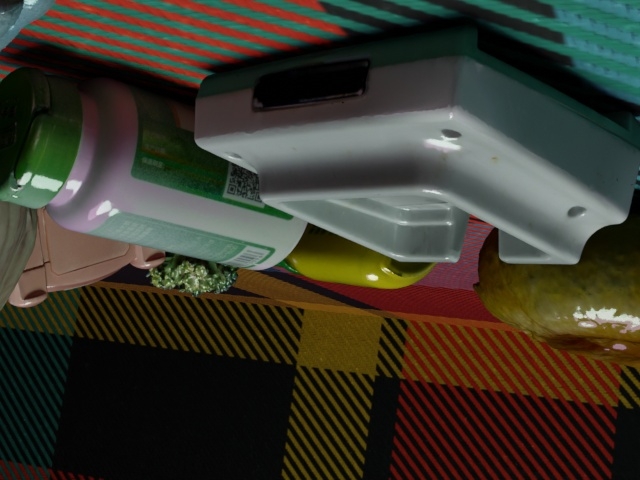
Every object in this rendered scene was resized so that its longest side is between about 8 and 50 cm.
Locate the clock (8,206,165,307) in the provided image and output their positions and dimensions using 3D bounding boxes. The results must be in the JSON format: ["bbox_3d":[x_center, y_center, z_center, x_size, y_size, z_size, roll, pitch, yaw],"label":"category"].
[{"bbox_3d":[-0.348,-0.025,1.259,0.227,0.142,0.241,-18,-160,-41],"label":"clock"}]

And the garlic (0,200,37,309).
[{"bbox_3d":[-0.424,-0.002,0.978,0.317,0.259,0.317,-33,177,-2],"label":"garlic"}]

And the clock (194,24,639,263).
[{"bbox_3d":[0.068,-0.057,0.755,0.262,0.116,0.231,-2,167,45],"label":"clock"}]

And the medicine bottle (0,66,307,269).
[{"bbox_3d":[-0.146,-0.059,0.868,0.274,0.133,0.133,13,170,-41],"label":"medicine bottle"}]

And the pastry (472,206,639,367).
[{"bbox_3d":[0.342,0.050,1.111,0.356,0.163,0.356,13,173,2],"label":"pastry"}]

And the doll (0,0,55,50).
[{"bbox_3d":[-0.228,-0.139,0.620,0.120,0.075,0.180,-37,-169,-36],"label":"doll"}]

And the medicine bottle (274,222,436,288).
[{"bbox_3d":[0.000,0.000,1.044,0.111,0.076,0.309,-25,-163,-32],"label":"medicine bottle"}]

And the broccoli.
[{"bbox_3d":[-0.189,0.000,1.436,0.154,0.167,0.160,-23,141,-3],"label":"broccoli"}]
